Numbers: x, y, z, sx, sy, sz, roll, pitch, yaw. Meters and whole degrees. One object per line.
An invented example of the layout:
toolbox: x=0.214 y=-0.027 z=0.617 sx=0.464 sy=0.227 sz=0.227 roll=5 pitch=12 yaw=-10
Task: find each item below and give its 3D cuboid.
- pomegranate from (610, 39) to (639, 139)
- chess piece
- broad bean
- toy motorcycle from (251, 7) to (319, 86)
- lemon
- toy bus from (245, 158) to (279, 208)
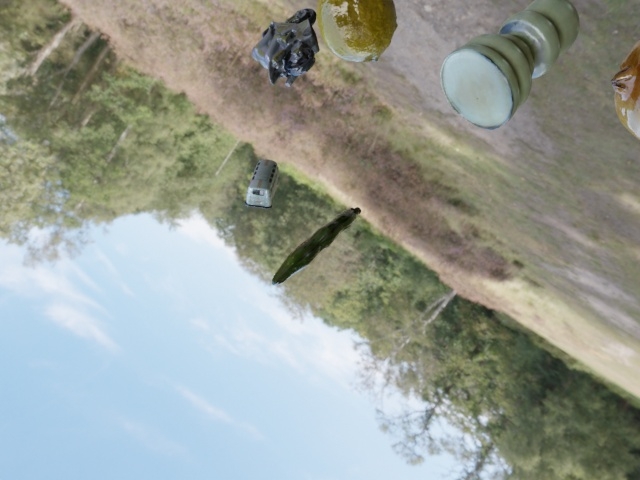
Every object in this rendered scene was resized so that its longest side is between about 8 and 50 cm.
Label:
pomegranate: x=0.636 y=-0.272 z=0.906 sx=0.209 sy=0.209 sz=0.209 roll=34 pitch=-178 yaw=-1
chess piece: x=0.427 y=-0.401 z=1.086 sx=0.182 sy=0.330 sz=0.182 roll=42 pitch=159 yaw=20
broad bean: x=0.000 y=0.000 z=1.075 sx=0.043 sy=0.297 sz=0.060 roll=50 pitch=148 yaw=-1
toy motorcycle: x=-0.078 y=-0.400 z=1.058 sx=0.073 sy=0.152 sz=0.224 roll=53 pitch=-152 yaw=-45
lemon: x=0.089 y=-0.546 z=1.254 sx=0.192 sy=0.192 sz=0.231 roll=37 pitch=158 yaw=57
toy bus: x=-0.183 y=-0.188 z=1.644 sx=0.087 sy=0.089 sz=0.193 roll=9 pitch=-138 yaw=2
